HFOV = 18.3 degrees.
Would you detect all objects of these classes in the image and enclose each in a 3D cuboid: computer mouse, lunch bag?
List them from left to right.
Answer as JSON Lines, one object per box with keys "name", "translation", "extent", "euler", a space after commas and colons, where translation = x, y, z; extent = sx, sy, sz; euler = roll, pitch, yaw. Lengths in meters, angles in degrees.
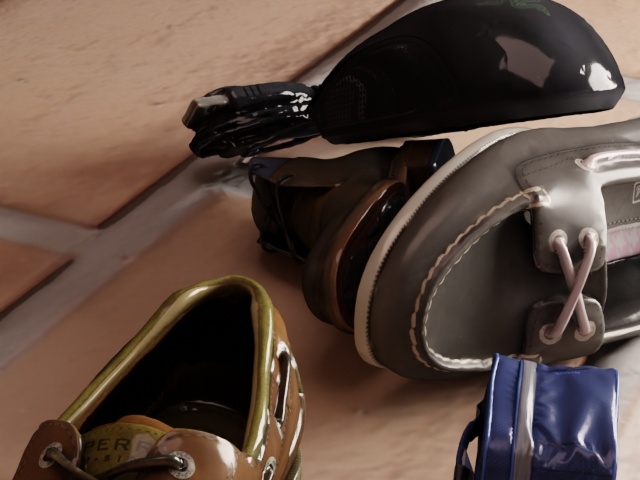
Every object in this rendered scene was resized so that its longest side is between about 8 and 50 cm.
{"name": "computer mouse", "translation": [0.057, -0.094, 1.110], "extent": [0.188, 0.072, 0.272], "euler": [-7, 2, -32]}
{"name": "lunch bag", "translation": [0.090, 0.096, 0.836], "extent": [0.065, 0.067, 0.098], "euler": [7, 26, 6]}

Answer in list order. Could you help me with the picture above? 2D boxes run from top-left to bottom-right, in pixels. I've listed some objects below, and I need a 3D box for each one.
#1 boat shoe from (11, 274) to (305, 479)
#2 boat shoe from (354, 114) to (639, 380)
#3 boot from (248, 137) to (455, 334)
{"name": "boat shoe", "translation": [-0.080, 0.110, 0.734], "extent": [0.111, 0.104, 0.307], "euler": [8, 25, 8]}
{"name": "boat shoe", "translation": [0.150, -0.003, 1.008], "extent": [0.095, 0.112, 0.335], "euler": [17, 24, 35]}
{"name": "boot", "translation": [0.000, 0.000, 1.035], "extent": [0.106, 0.082, 0.219], "euler": [-1, 15, 17]}
